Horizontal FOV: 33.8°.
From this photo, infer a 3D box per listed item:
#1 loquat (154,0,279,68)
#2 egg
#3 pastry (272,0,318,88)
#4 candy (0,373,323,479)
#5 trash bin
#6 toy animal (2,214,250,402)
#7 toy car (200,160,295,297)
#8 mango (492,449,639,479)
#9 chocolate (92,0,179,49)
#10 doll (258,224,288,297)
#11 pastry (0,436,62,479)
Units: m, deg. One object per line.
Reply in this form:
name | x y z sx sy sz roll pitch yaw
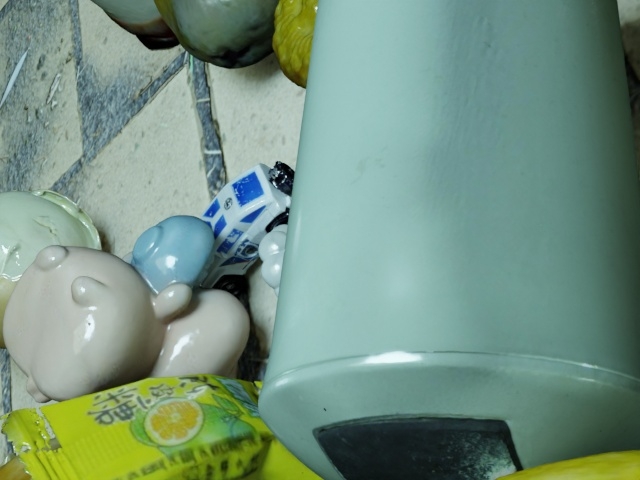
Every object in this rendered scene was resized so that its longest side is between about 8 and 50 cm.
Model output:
loquat | -0.106 -0.297 1.209 0.179 0.179 0.227 -52 39 20
egg | -0.399 0.043 1.377 0.244 0.201 0.201 -46 44 43
pastry | 0.046 -0.248 1.049 0.240 0.132 0.235 -47 46 24
candy | -0.116 0.184 0.935 0.187 0.297 0.081 41 124 48
trash bin | 0.106 -0.011 0.780 0.280 0.280 0.432 -19 58 43
toy animal | -0.197 0.104 1.080 0.210 0.221 0.229 29 130 44
toy car | -0.084 -0.017 1.147 0.171 0.070 0.080 -48 45 26
mango | 0.117 0.300 0.618 0.445 0.301 0.220 -44 19 27
chocolate | -0.242 -0.416 1.399 0.283 0.186 0.283 -22 58 42
doll | 0.000 0.000 1.052 0.162 0.062 0.106 -36 46 35
pastry | -0.234 0.389 1.009 0.409 0.245 0.409 -21 59 40
